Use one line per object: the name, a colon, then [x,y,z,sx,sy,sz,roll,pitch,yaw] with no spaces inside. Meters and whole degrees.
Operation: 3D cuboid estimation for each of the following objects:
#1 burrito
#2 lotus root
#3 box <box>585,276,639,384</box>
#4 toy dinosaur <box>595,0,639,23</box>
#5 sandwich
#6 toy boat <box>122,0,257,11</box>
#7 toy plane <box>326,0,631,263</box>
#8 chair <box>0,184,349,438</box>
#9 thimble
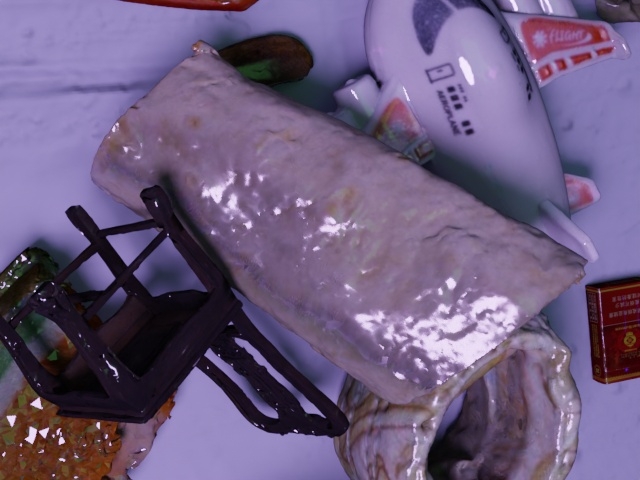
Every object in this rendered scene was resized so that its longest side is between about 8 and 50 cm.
burrito: [0.002,-0.003,0.629,0.299,0.105,0.143,31,109,9]
lotus root: [-0.045,-0.127,0.709,0.083,0.030,0.037,-15,98,-15]
box: [0.250,0.074,0.819,0.052,0.023,0.081,-9,97,-15]
toy dinosaur: [0.252,-0.211,0.719,0.294,0.162,0.077,18,89,-18]
sandwich: [-0.195,0.137,0.664,0.159,0.079,0.235,30,86,-17]
toy boat: [-0.194,-0.216,0.584,0.392,0.136,0.079,7,64,-34]
toy plane: [0.116,-0.088,0.718,0.252,0.118,0.252,-1,92,-16]
chair: [-0.092,0.084,0.620,0.229,0.106,0.113,55,54,-23]
thimble: [0.101,0.122,0.717,0.137,0.143,0.190,32,85,-16]
